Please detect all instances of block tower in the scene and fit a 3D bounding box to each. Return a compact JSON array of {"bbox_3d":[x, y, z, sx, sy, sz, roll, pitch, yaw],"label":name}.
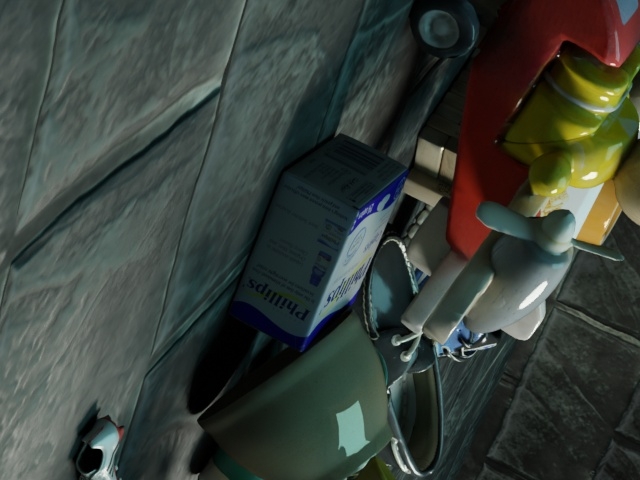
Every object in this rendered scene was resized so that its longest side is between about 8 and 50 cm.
[{"bbox_3d":[0.208,-0.176,1.936,0.335,0.091,0.097,-57,167,-27],"label":"block tower"}]

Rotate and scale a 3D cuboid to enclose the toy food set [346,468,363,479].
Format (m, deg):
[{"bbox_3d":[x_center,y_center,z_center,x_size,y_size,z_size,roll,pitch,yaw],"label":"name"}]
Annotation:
[{"bbox_3d":[-0.001,0.298,2.035,0.192,0.132,0.038,-20,98,-74],"label":"toy food set"}]

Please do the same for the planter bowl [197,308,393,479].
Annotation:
[{"bbox_3d":[-0.008,0.147,1.515,0.162,0.109,0.162,-35,-178,2],"label":"planter bowl"}]

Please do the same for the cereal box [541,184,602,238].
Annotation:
[{"bbox_3d":[0.244,-0.079,2.124,0.240,0.173,0.047,-65,-160,10],"label":"cereal box"}]

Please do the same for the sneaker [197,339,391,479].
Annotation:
[{"bbox_3d":[-0.003,0.163,1.727,0.178,0.124,0.295,-55,169,10],"label":"sneaker"}]

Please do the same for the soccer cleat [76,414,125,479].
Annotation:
[{"bbox_3d":[-0.156,0.158,1.259,0.035,0.029,0.083,-38,151,-44],"label":"soccer cleat"}]

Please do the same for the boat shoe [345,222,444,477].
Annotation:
[{"bbox_3d":[0.079,0.109,1.827,0.114,0.091,0.302,-40,138,-33],"label":"boat shoe"}]

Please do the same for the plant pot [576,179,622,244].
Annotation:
[{"bbox_3d":[0.293,-0.091,2.252,0.205,0.188,0.205,-58,168,-20],"label":"plant pot"}]

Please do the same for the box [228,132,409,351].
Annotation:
[{"bbox_3d":[0.000,0.000,1.468,0.126,0.072,0.137,-39,155,-62],"label":"box"}]

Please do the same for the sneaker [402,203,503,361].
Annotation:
[{"bbox_3d":[0.115,0.101,1.995,0.330,0.147,0.130,-59,170,18],"label":"sneaker"}]

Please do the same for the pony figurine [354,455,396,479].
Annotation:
[{"bbox_3d":[-0.045,0.344,1.496,0.363,0.303,0.351,-33,155,5],"label":"pony figurine"}]

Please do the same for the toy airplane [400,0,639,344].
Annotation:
[{"bbox_3d":[0.215,-0.057,1.643,0.384,0.272,0.386,42,68,-71],"label":"toy airplane"}]

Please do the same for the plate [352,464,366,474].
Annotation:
[{"bbox_3d":[0.021,0.232,1.978,0.188,0.024,0.188,-27,157,-12],"label":"plate"}]

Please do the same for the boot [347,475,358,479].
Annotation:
[{"bbox_3d":[0.009,0.362,2.299,0.236,0.089,0.269,-59,169,-16],"label":"boot"}]
